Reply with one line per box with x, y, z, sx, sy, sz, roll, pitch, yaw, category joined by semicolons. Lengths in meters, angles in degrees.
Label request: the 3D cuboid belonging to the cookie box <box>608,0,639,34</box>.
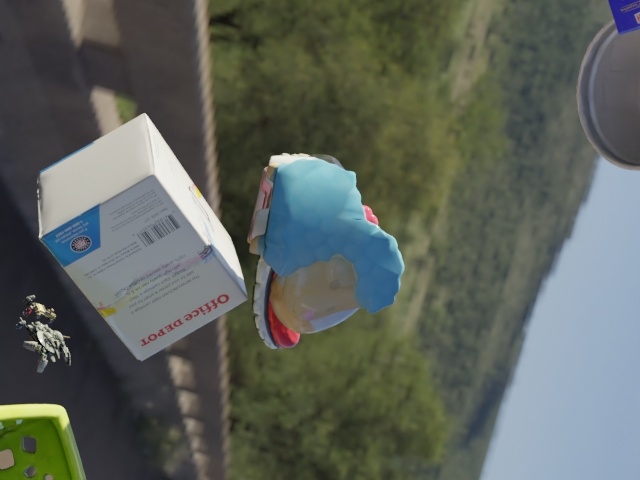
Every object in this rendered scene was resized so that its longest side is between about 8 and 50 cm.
0.338;-0.279;1.678;0.040;0.091;0.107;-17;91;-45;cookie box

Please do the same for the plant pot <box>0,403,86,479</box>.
-0.413;0.332;1.899;0.228;0.207;0.227;6;64;-63;plant pot

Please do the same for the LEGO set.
-0.210;0.069;1.240;0.023;0.054;0.083;-38;-131;14;LEGO set

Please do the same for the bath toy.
0.000;0.000;1.438;0.348;0.129;0.151;-127;-130;-85;bath toy

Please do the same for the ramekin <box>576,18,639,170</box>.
0.442;-0.192;2.080;0.207;0.109;0.207;3;-86;52;ramekin

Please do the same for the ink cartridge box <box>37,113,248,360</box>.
-0.230;-0.003;2.086;0.233;0.171;0.168;57;8;-32;ink cartridge box

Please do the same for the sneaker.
-0.019;0.025;2.056;0.107;0.118;0.279;-70;168;-60;sneaker
